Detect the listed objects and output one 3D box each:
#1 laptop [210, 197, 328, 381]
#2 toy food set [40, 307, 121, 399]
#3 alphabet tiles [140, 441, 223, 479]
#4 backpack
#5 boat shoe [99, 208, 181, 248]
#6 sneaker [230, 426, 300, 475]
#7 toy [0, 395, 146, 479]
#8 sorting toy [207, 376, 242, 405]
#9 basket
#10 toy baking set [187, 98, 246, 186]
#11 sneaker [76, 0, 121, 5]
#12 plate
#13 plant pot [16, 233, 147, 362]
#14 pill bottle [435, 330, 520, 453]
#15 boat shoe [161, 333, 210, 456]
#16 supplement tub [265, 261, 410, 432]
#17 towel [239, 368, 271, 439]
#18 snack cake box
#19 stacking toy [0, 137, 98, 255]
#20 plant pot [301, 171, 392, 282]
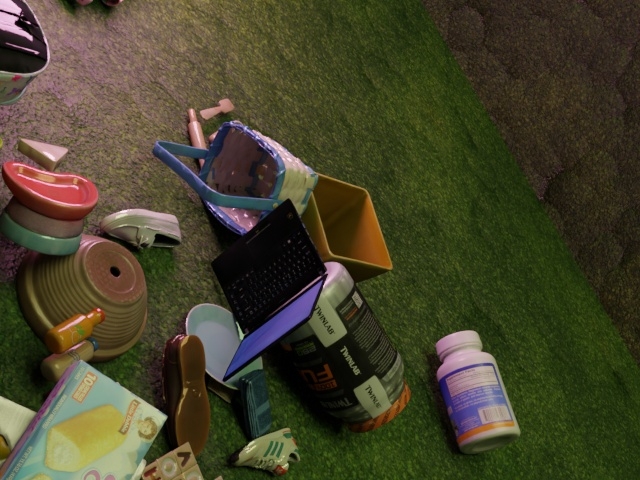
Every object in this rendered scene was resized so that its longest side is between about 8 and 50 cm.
[{"bbox_3d":[-0.117,0.088,1.605,0.136,0.234,0.264,6,52,-56],"label":"laptop"},{"bbox_3d":[-0.345,0.229,1.343,0.232,0.111,0.104,60,35,-5],"label":"toy food set"},{"bbox_3d":[-0.205,0.454,1.387,0.198,0.009,0.237,-21,88,-56],"label":"alphabet tiles"},{"bbox_3d":[-0.594,-0.329,1.447,0.253,0.191,0.225,-11,69,-48],"label":"backpack"},{"bbox_3d":[-0.333,-0.014,1.631,0.184,0.066,0.063,11,52,-60],"label":"boat shoe"},{"bbox_3d":[-0.092,0.393,1.575,0.161,0.057,0.075,-5,60,-57],"label":"sneaker"},{"bbox_3d":[-0.386,0.334,1.240,0.237,0.056,0.137,31,61,-20],"label":"toy"},{"bbox_3d":[-0.171,0.274,1.621,0.083,0.012,0.062,41,35,-21],"label":"sorting toy"},{"bbox_3d":[-0.168,-0.123,1.764,0.289,0.201,0.255,11,23,-45],"label":"basket"},{"bbox_3d":[-0.226,-0.225,1.983,0.196,0.030,0.256,10,54,-51],"label":"toy baking set"},{"bbox_3d":[-0.462,-0.591,1.954,0.319,0.112,0.131,-29,102,-55],"label":"sneaker"},{"bbox_3d":[-0.186,0.204,1.641,0.188,0.024,0.188,37,30,-25],"label":"plate"},{"bbox_3d":[-0.373,0.075,1.451,0.237,0.109,0.237,33,38,-30],"label":"plant pot"},{"bbox_3d":[0.371,0.365,2.109,0.152,0.152,0.272,16,48,-44],"label":"pill bottle"},{"bbox_3d":[-0.235,0.265,1.489,0.073,0.073,0.207,11,73,-44],"label":"boat shoe"},{"bbox_3d":[0.040,0.219,1.754,0.316,0.193,0.193,57,32,-13],"label":"supplement tub"},{"bbox_3d":[-0.117,0.302,1.606,0.067,0.029,0.120,-24,109,-58],"label":"towel"},{"bbox_3d":[-0.345,0.317,1.181,0.152,0.089,0.264,37,61,-15],"label":"snack cake box"},{"bbox_3d":[-0.530,-0.076,1.390,0.308,0.130,0.279,16,20,-27],"label":"stacking toy"},{"bbox_3d":[0.000,0.000,1.923,0.212,0.187,0.212,14,51,-46],"label":"plant pot"}]
